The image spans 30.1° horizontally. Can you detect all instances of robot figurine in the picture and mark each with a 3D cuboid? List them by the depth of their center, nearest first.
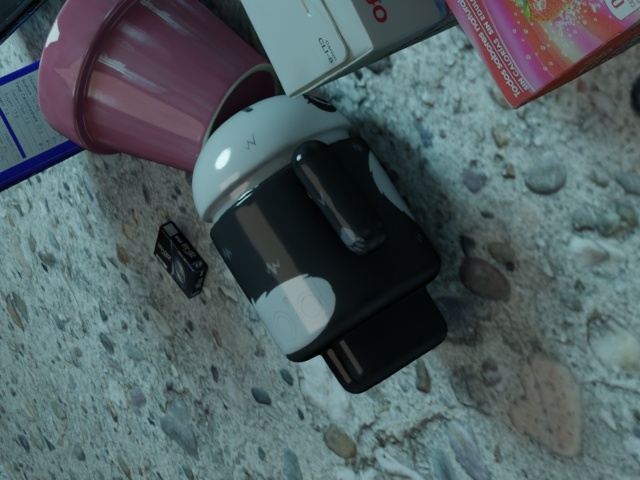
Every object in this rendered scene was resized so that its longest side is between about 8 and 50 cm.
[{"bbox_3d":[0.002,-0.002,1.092,0.209,0.173,0.278,-38,81,35],"label":"robot figurine"}]

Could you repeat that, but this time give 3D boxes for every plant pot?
[{"bbox_3d":[-0.148,-0.157,1.187,0.180,0.201,0.201,29,139,19],"label":"plant pot"}]

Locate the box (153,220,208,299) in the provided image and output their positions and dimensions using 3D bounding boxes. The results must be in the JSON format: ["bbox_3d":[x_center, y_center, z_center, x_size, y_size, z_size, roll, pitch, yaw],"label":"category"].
[{"bbox_3d":[-0.180,0.025,1.526,0.083,0.018,0.067,50,147,18],"label":"box"}]

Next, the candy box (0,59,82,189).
[{"bbox_3d":[-0.412,-0.113,1.434,0.122,0.317,0.268,65,158,-8],"label":"candy box"}]

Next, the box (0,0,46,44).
[{"bbox_3d":[-0.460,-0.391,1.466,0.293,0.073,0.295,-23,104,48],"label":"box"}]

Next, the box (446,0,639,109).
[{"bbox_3d":[0.127,-0.257,0.719,0.300,0.154,0.142,59,150,3],"label":"box"}]

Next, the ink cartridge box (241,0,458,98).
[{"bbox_3d":[0.042,-0.203,0.860,0.127,0.176,0.128,-21,96,59],"label":"ink cartridge box"}]
